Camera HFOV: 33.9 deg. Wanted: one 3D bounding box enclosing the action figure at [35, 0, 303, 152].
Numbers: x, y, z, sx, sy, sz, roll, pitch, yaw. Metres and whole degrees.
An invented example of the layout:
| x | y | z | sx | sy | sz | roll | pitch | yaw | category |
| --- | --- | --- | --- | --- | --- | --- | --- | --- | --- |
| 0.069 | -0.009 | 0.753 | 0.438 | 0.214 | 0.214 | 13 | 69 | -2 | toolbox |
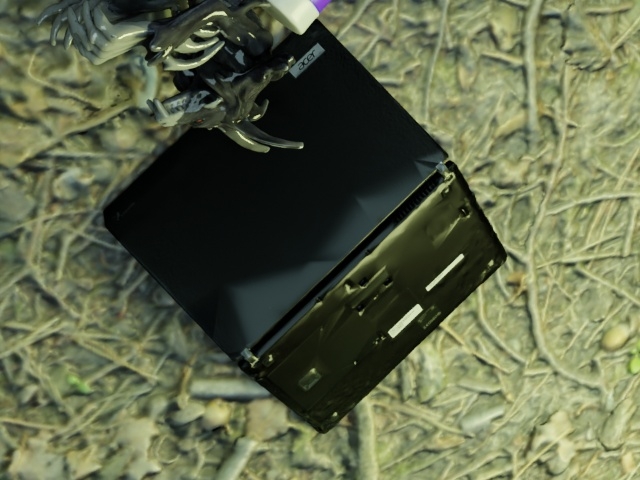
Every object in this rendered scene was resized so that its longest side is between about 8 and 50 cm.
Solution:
| x | y | z | sx | sy | sz | roll | pitch | yaw | category |
| --- | --- | --- | --- | --- | --- | --- | --- | --- | --- |
| -0.117 | -0.164 | 0.701 | 0.141 | 0.164 | 0.276 | -30 | 106 | -21 | action figure |

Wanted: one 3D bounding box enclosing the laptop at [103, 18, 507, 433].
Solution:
| x | y | z | sx | sy | sz | roll | pitch | yaw | category |
| --- | --- | --- | --- | --- | --- | --- | --- | --- | --- |
| 0.000 | 0.000 | 0.877 | 0.234 | 0.136 | 0.264 | -43 | 142 | -2 | laptop |

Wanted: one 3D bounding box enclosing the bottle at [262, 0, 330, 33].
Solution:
| x | y | z | sx | sy | sz | roll | pitch | yaw | category |
| --- | --- | --- | --- | --- | --- | --- | --- | --- | --- |
| 0.049 | -0.278 | 0.755 | 0.118 | 0.092 | 0.283 | 37 | 92 | -26 | bottle |
